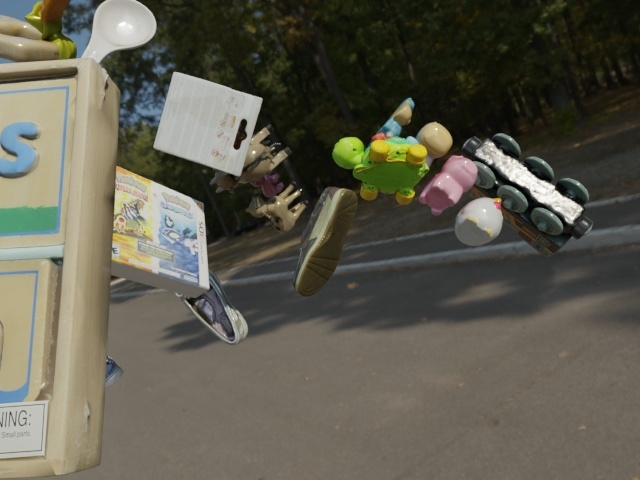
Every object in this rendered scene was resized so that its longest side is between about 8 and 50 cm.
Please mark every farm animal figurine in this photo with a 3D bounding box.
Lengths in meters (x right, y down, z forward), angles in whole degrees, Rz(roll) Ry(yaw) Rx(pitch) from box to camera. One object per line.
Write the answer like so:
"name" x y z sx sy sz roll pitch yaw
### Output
"farm animal figurine" -0.179 -0.166 1.436 0.172 0.330 0.327 -44 -2 -16

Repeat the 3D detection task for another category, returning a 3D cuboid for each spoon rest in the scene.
"spoon rest" -0.487 -0.460 1.327 0.277 0.137 0.084 -66 12 -22

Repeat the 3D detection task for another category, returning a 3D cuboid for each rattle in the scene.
"rattle" -0.409 -0.307 0.727 0.199 0.143 0.130 31 46 23

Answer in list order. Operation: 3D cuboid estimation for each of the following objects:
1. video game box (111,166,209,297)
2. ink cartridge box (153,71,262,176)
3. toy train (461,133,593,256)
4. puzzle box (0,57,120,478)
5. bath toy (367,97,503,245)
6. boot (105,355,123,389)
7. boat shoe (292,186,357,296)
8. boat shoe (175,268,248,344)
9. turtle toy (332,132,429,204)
"video game box" -0.285 -0.014 0.975 0.048 0.187 0.205 -32 -36 29
"ink cartridge box" -0.197 -0.207 1.017 0.179 0.146 0.045 19 8 11
"toy train" 0.456 -0.103 1.311 0.142 0.334 0.190 -46 -16 -14
"puzzle box" -0.345 0.020 0.384 0.408 0.272 0.052 -4 -16 3
"bath toy" 0.271 -0.143 1.233 0.151 0.348 0.129 -34 16 50
"boot" -0.528 0.301 1.354 0.069 0.086 0.190 -45 15 -24
"boat shoe" 0.000 -0.001 1.118 0.080 0.224 0.073 23 0 -44
"boat shoe" -0.334 0.173 1.660 0.118 0.320 0.103 -38 -6 -2
"turtle toy" 0.080 -0.105 0.757 0.130 0.095 0.066 7 49 -3
